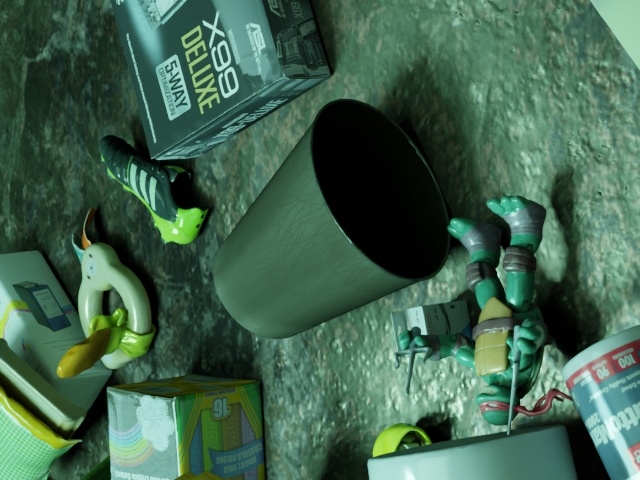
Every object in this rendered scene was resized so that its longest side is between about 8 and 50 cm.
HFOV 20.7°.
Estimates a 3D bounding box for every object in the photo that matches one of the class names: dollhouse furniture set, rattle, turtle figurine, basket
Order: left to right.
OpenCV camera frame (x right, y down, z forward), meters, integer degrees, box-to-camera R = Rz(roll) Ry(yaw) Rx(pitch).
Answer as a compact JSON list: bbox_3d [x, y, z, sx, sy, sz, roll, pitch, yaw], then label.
[{"bbox_3d":[-0.358,0.292,2.119,0.301,0.151,0.197,41,125,4],"label":"dollhouse furniture set"},{"bbox_3d":[-0.298,0.064,2.133,0.199,0.143,0.130,67,153,9],"label":"rattle"},{"bbox_3d":[0.000,0.000,1.803,0.227,0.154,0.204,-41,67,45],"label":"basket"},{"bbox_3d":[0.158,0.084,1.636,0.175,0.118,0.234,-15,59,40],"label":"turtle figurine"}]

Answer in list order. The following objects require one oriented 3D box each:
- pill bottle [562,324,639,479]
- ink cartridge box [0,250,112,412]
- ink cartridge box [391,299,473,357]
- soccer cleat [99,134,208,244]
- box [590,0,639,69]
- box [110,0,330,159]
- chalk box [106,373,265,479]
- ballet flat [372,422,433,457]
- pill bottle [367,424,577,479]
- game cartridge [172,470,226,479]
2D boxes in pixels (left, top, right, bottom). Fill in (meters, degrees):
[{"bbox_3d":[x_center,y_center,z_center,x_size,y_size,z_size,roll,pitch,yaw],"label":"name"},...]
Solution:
[{"bbox_3d":[0.295,0.171,1.533,0.108,0.108,0.180,-41,65,41],"label":"pill bottle"},{"bbox_3d":[-0.378,0.141,2.254,0.212,0.093,0.154,56,131,28],"label":"ink cartridge box"},{"bbox_3d":[0.111,0.087,1.735,0.028,0.083,0.048,-15,84,47],"label":"ink cartridge box"},{"bbox_3d":[-0.194,-0.072,2.068,0.179,0.060,0.072,49,117,24],"label":"soccer cleat"},{"bbox_3d":[0.334,-0.268,1.439,0.243,0.117,0.213,-50,59,36],"label":"box"},{"bbox_3d":[-0.129,-0.274,1.957,0.242,0.076,0.307,-26,75,45],"label":"box"},{"bbox_3d":[-0.151,0.268,2.000,0.132,0.132,0.213,3,97,45],"label":"chalk box"},{"bbox_3d":[0.100,0.293,1.757,0.077,0.077,0.231,137,126,-61],"label":"ballet flat"},{"bbox_3d":[0.170,0.376,1.604,0.224,0.224,0.392,-15,83,46],"label":"pill bottle"},{"bbox_3d":[-0.057,0.424,1.820,0.285,0.053,0.323,25,120,31],"label":"game cartridge"}]
